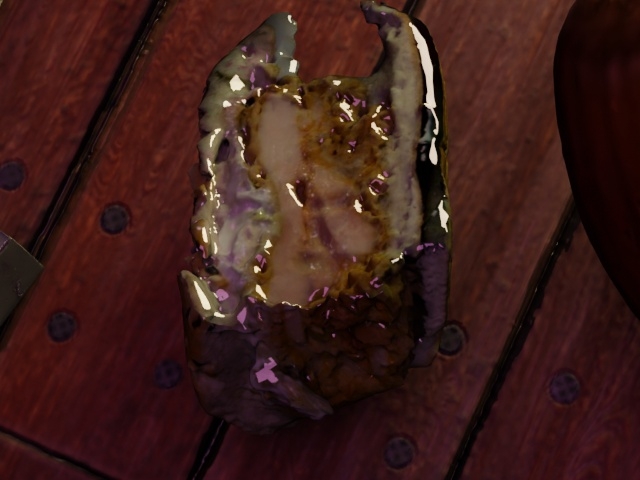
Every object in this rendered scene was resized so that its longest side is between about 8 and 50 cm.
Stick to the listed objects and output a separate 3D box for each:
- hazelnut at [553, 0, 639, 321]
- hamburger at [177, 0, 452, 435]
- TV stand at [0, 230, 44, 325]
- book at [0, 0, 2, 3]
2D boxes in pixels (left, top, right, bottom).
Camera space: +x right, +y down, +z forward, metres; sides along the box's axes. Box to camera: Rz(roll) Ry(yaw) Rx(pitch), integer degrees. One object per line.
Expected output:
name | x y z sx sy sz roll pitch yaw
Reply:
hazelnut | 0.349 -0.078 1.091 0.421 0.353 0.420 1 81 -9
hamburger | 0.000 0.000 1.201 0.168 0.192 0.288 1 50 1
TV stand | -0.306 0.095 1.254 0.083 0.088 0.269 33 81 14
book | -0.297 -0.221 1.359 0.168 0.013 0.192 23 86 12
